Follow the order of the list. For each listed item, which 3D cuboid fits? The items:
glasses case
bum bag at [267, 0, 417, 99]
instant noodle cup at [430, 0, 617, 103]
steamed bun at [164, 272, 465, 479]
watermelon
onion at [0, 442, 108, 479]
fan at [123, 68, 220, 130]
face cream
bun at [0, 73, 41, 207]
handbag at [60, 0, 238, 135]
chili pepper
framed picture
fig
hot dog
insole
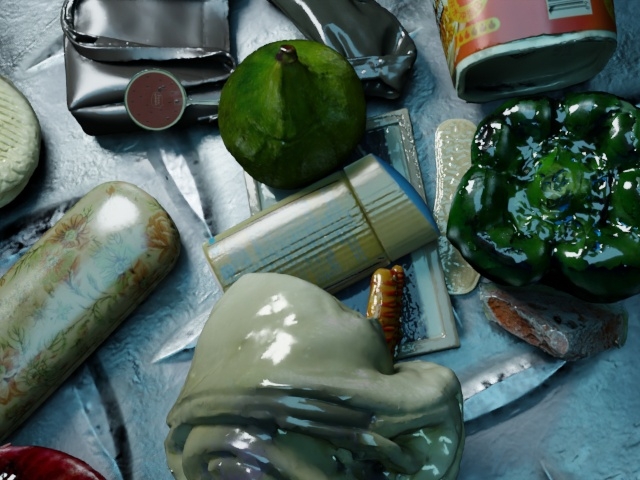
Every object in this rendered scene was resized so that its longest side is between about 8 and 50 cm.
[{"bbox_3d":[-0.368,0.099,1.121,0.156,0.098,0.425,43,85,13],"label":"glasses case"},{"bbox_3d":[0.016,-0.320,1.185,0.142,0.080,0.326,-32,70,-8],"label":"bum bag"},{"bbox_3d":[0.247,-0.360,1.074,0.293,0.294,0.308,-8,81,7],"label":"instant noodle cup"},{"bbox_3d":[-0.017,0.231,0.921,0.339,0.247,0.352,20,102,11],"label":"steamed bun"},{"bbox_3d":[0.280,0.109,1.012,0.187,0.139,0.071,10,107,10],"label":"watermelon"},{"bbox_3d":[-0.372,0.399,0.975,0.313,0.232,0.314,-2,76,7],"label":"onion"},{"bbox_3d":[-0.203,-0.192,1.146,0.133,0.005,0.085,1,103,-8],"label":"fan"},{"bbox_3d":[0.000,0.000,1.075,0.285,0.067,0.139,-28,90,5],"label":"face cream"},{"bbox_3d":[-0.509,-0.139,1.180,0.220,0.134,0.221,10,71,-32],"label":"bun"},{"bbox_3d":[-0.238,-0.299,1.203,0.256,0.113,0.286,-3,75,1],"label":"handbag"},{"bbox_3d":[0.287,-0.044,0.980,0.248,0.256,0.234,15,84,14],"label":"chili pepper"},{"bbox_3d":[0.033,0.004,1.119,0.247,0.022,0.335,-12,75,9],"label":"framed picture"},{"bbox_3d":[-0.048,-0.170,1.041,0.203,0.235,0.203,-1,84,11],"label":"fig"},{"bbox_3d":[0.082,0.100,1.045,0.038,0.062,0.144,1,74,34],"label":"hot dog"},{"bbox_3d":[0.187,-0.049,1.119,0.081,0.011,0.248,-2,75,9],"label":"insole"}]
